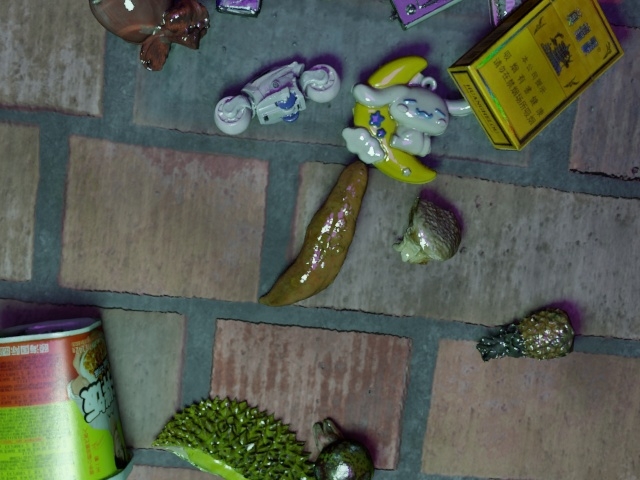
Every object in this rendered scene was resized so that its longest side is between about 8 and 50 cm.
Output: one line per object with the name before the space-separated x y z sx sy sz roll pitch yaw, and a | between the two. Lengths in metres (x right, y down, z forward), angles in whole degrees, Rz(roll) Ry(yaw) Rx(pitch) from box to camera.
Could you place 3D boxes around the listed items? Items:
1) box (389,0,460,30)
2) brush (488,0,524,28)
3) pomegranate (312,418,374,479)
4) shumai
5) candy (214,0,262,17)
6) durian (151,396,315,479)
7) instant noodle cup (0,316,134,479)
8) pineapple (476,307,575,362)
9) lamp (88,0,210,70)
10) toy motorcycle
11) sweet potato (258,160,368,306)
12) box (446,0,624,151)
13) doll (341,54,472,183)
box | 0.179 -0.561 1.541 0.210 0.045 0.270 -25 98 3
brush | 0.348 -0.564 1.545 0.069 0.065 0.328 -7 98 1
pomegranate | 0.047 0.444 1.655 0.125 0.138 0.163 -6 68 8
shumai | 0.200 -0.008 1.603 0.116 0.145 0.146 -32 101 40
candy | -0.138 -0.581 1.519 0.088 0.061 0.313 7 98 -1
durian | -0.157 0.443 1.666 0.351 0.158 0.169 32 131 -7
instant noodle cup | -0.511 0.315 1.549 0.293 0.294 0.308 -6 92 -2
pineapple | 0.413 0.201 1.649 0.197 0.108 0.108 -15 99 11
lamp | -0.318 -0.435 1.477 0.223 0.215 0.151 35 62 -26
toy motorcycle | -0.086 -0.282 1.558 0.254 0.112 0.113 -19 99 0
sweet potato | 0.009 0.011 1.597 0.106 0.095 0.355 38 104 18
box | 0.404 -0.335 1.516 0.301 0.084 0.193 -42 112 -12
doll | 0.172 -0.236 1.559 0.252 0.111 0.237 23 95 -5
